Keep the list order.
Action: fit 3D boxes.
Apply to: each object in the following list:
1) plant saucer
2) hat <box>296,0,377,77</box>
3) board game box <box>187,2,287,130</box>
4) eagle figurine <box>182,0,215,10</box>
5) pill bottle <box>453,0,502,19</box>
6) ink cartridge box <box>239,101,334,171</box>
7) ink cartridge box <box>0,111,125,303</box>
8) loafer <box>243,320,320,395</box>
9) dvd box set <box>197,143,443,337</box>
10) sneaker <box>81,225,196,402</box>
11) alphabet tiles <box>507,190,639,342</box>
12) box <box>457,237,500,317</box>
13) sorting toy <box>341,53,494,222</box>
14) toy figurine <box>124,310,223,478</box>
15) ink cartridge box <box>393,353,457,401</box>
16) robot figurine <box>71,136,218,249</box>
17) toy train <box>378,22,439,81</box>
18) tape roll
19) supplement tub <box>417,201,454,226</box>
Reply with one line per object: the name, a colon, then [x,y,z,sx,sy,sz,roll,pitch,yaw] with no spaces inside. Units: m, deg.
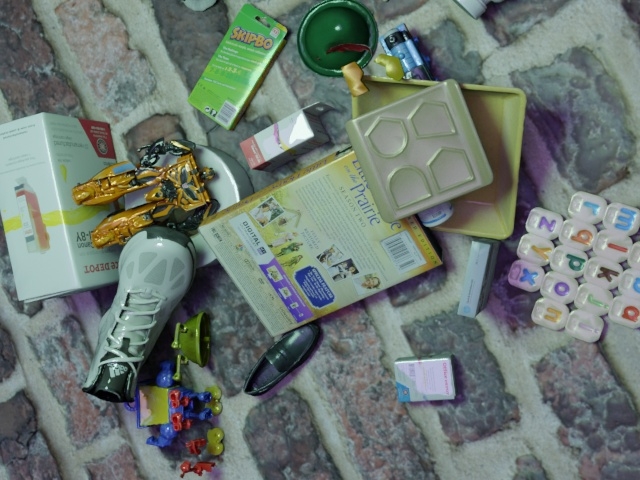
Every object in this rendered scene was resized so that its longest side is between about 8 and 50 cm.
plant saucer: [0.235,-0.179,1.679,0.333,0.081,0.332,8,126,16]
hat: [0.021,-0.436,1.732,0.208,0.183,0.173,-5,91,17]
board game box: [-0.183,-0.388,1.876,0.124,0.039,0.259,36,105,12]
eagle figurine: [-0.242,-0.669,1.827,0.226,0.225,0.298,43,70,-29]
pill bottle: [0.351,-0.552,1.657,0.124,0.124,0.221,46,104,10]
ink cartridge box: [-0.059,-0.221,1.803,0.198,0.115,0.067,-27,84,17]
ink cartridge box: [-0.569,-0.072,1.886,0.160,0.279,0.384,-12,90,16]
loafer: [-0.086,0.264,1.855,0.076,0.078,0.223,46,104,10]
dvd box set: [0.000,0.000,1.747,0.420,0.062,0.307,-26,111,20]
sneaker: [-0.381,0.191,1.778,0.169,0.257,0.447,17,131,-17]
alphabet tiles: [0.532,0.053,1.684,0.278,0.021,0.284,19,98,16]
box: [0.317,0.070,1.664,0.038,0.186,0.145,13,97,18]
sorting toy: [0.168,-0.210,1.576,0.229,0.041,0.307,-21,96,15]
toy figurine: [-0.364,0.347,1.896,0.217,0.191,0.362,-3,91,22]
ink cartridge box: [0.224,0.290,1.774,0.122,0.052,0.088,-6,91,19]
robot figurine: [-0.362,-0.093,1.777,0.291,0.085,0.211,-20,106,2]
toy train: [0.184,-0.360,1.727,0.080,0.105,0.184,-28,85,16]
tape roll: [-0.294,-0.076,1.892,0.286,0.100,0.286,1,93,17]
supplement tub: [0.211,-0.087,1.657,0.071,0.071,0.107,-26,111,17]
